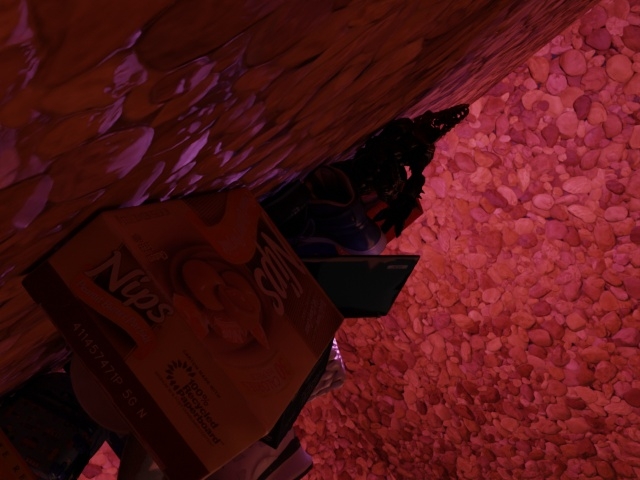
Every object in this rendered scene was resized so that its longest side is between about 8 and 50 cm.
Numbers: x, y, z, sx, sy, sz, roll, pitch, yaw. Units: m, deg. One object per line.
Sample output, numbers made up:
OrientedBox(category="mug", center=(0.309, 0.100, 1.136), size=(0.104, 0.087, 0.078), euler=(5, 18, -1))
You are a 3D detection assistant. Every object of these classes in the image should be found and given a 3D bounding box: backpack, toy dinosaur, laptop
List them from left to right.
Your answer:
OrientedBox(category="backpack", center=(-0.398, 0.274, 1.016), size=(0.173, 0.158, 0.117), euler=(-54, 173, -42))
OrientedBox(category="laptop", center=(-0.010, 0.054, 1.085), size=(0.234, 0.136, 0.264), euler=(1, -166, -19))
OrientedBox(category="toy dinosaur", center=(0.128, -0.150, 1.191), size=(0.218, 0.164, 0.322), euler=(-55, 172, -37))

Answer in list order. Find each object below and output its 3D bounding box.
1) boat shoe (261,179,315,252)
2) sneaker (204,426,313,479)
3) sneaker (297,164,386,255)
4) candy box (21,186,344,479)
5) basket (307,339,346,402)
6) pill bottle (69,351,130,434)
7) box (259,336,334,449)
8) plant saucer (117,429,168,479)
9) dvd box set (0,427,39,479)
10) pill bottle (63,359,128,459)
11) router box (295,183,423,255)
OrientedBox(category="boat shoe", center=(-0.061, -0.015, 1.038), size=(0.109, 0.089, 0.258), euler=(-37, 179, -24))
OrientedBox(category="sneaker", center=(-0.182, 0.340, 1.132), size=(0.169, 0.257, 0.447), euler=(-26, 173, 19))
OrientedBox(category="sneaker", center=(-0.009, -0.061, 1.130), size=(0.226, 0.163, 0.086), euler=(16, -115, 40))
OrientedBox(category="candy box", center=(-0.087, 0.055, 0.595), size=(0.087, 0.183, 0.316), euler=(-37, 179, 13))
OrientedBox(category="basket", center=(-0.145, 0.227, 1.562), size=(0.328, 0.266, 0.331), euler=(-26, -167, -1))
OrientedBox(category="pill bottle", center=(-0.231, 0.162, 1.055), size=(0.169, 0.169, 0.301), euler=(-37, 179, 17))
OrientedBox(category="box", center=(-0.056, 0.185, 0.978), size=(0.156, 0.093, 0.158), euler=(-54, 165, -39))
OrientedBox(category="plant saucer", center=(-0.162, 0.213, 0.915), size=(0.310, 0.050, 0.310), euler=(-62, 169, -21))
OrientedBox(category="dvd box set", center=(-0.450, 0.405, 0.674), size=(0.420, 0.307, 0.062), euler=(-37, -178, -35))
OrientedBox(category="pill bottle", center=(-0.337, 0.278, 1.173), size=(0.123, 0.219, 0.123), euler=(-37, 179, -1))
OrientedBox(category="router box", center=(0.000, 0.000, 1.410), size=(0.335, 0.082, 0.301), euler=(-15, -165, 41))
